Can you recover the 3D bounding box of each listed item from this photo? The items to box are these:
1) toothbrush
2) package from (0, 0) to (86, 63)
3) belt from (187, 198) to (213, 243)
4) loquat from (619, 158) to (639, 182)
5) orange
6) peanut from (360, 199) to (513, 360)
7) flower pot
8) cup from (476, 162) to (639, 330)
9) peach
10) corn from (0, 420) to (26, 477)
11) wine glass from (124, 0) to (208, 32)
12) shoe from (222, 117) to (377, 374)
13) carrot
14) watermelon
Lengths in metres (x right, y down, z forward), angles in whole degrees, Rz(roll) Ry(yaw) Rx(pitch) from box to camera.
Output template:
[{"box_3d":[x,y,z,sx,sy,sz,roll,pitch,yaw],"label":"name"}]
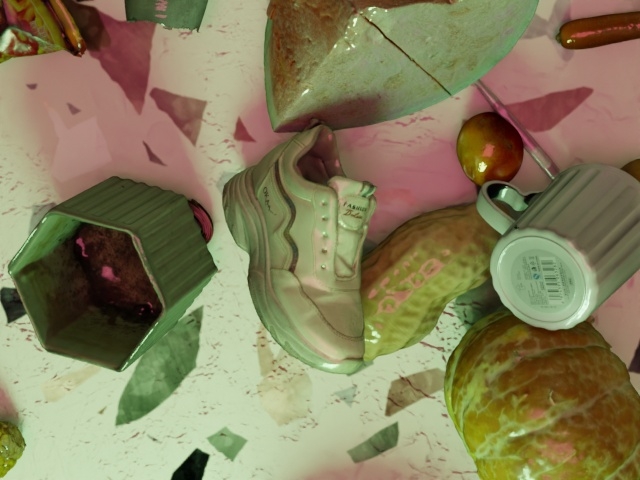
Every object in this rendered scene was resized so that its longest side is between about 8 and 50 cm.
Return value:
[{"box_3d":[0.258,-0.177,1.760,0.020,0.025,0.286,-41,98,5],"label":"toothbrush"},{"box_3d":[-0.466,-0.324,1.732,0.288,0.108,0.223,-10,107,13],"label":"package"},{"box_3d":[-0.190,-0.028,1.812,0.083,0.036,0.059,37,95,-5],"label":"belt"},{"box_3d":[0.448,-0.046,1.727,0.113,0.137,0.137,-3,107,-42],"label":"loquat"},{"box_3d":[0.311,0.243,1.696,0.249,0.329,0.329,-33,98,1],"label":"orange"},{"box_3d":[0.133,0.057,1.762,0.325,0.140,0.153,-33,109,6],"label":"peanut"},{"box_3d":[-0.281,0.042,1.733,0.209,0.189,0.239,-18,99,23],"label":"flower pot"},{"box_3d":[0.307,0.009,1.654,0.221,0.202,0.167,2,114,36],"label":"cup"},{"box_3d":[0.234,-0.127,1.734,0.100,0.101,0.101,1,102,3],"label":"peach"},{"box_3d":[-0.591,0.360,1.876,0.322,0.119,0.119,-26,99,9],"label":"corn"},{"box_3d":[-0.198,-0.406,1.688,0.126,0.126,0.241,7,101,2],"label":"wine glass"},{"box_3d":[0.000,0.000,1.663,0.210,0.132,0.342,-44,56,33],"label":"shoe"},{"box_3d":[0.446,-0.295,1.718,0.248,0.043,0.043,-8,101,3],"label":"carrot"},{"box_3d":[0.083,-0.310,1.665,0.292,0.319,0.222,-9,67,-19],"label":"watermelon"}]
